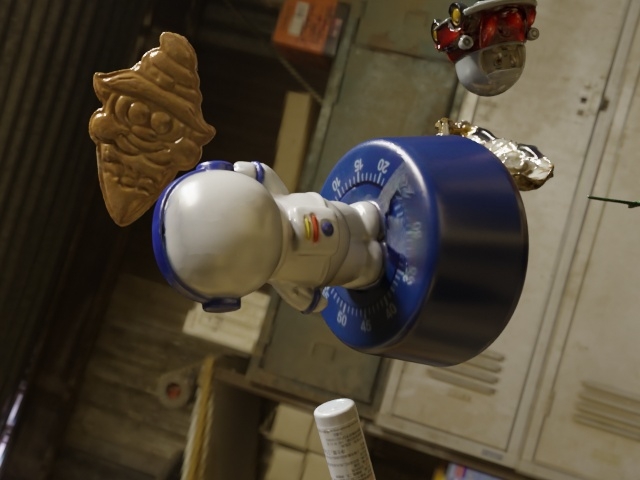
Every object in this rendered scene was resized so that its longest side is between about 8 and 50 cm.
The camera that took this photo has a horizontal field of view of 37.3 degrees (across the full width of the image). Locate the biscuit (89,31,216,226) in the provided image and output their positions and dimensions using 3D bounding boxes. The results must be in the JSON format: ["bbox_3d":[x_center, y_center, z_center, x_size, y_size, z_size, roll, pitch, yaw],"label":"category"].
[{"bbox_3d":[-0.215,-0.136,1.180,0.035,0.162,0.250,-72,-1,-82],"label":"biscuit"}]

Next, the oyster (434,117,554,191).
[{"bbox_3d":[0.255,-0.134,1.474,0.345,0.128,0.079,-127,29,-65],"label":"oyster"}]

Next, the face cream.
[{"bbox_3d":[0.058,0.430,1.748,0.082,0.082,0.269,-38,-65,-70],"label":"face cream"}]

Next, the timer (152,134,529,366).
[{"bbox_3d":[0.000,0.000,1.017,0.383,0.270,0.270,5,-75,-33],"label":"timer"}]

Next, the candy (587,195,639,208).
[{"bbox_3d":[0.400,-0.045,1.208,0.035,0.123,0.035,-88,7,-59],"label":"candy"}]

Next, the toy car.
[{"bbox_3d":[0.200,-0.230,1.154,0.139,0.112,0.112,168,90,-71],"label":"toy car"}]
